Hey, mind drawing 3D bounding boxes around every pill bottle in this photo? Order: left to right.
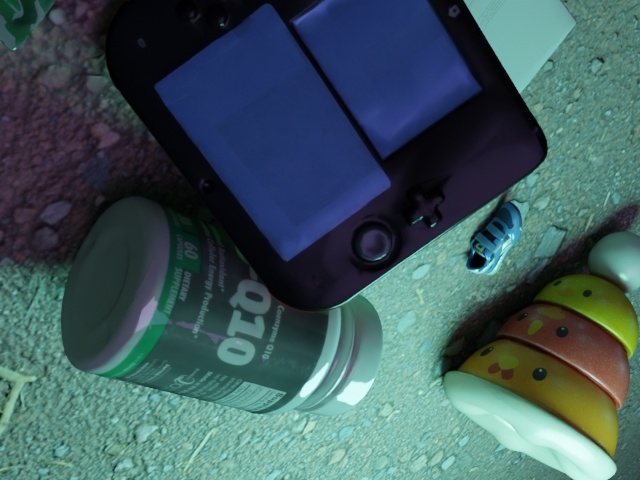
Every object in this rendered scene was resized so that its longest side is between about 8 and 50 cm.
[{"bbox_3d":[-0.107,0.097,0.997,0.361,0.204,0.204,22,108,-38],"label":"pill bottle"}]

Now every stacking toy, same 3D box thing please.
[{"bbox_3d":[0.489,0.184,1.592,0.480,0.350,0.350,-58,142,-13],"label":"stacking toy"}]

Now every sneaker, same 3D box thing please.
[{"bbox_3d":[0.294,0.000,1.397,0.059,0.053,0.144,-2,124,-36],"label":"sneaker"}]

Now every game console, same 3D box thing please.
[{"bbox_3d":[0.009,-0.148,0.854,0.342,0.060,0.387,-34,106,6],"label":"game console"}]

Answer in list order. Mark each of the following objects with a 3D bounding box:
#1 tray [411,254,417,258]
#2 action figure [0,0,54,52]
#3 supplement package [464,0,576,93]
[{"bbox_3d":[0.000,0.000,1.132,0.145,0.030,0.270,-18,156,37],"label":"tray"},{"bbox_3d":[-0.230,-0.288,0.720,0.232,0.063,0.137,-44,137,-5],"label":"action figure"},{"bbox_3d":[0.158,-0.263,0.984,0.194,0.149,0.203,-52,139,10],"label":"supplement package"}]
